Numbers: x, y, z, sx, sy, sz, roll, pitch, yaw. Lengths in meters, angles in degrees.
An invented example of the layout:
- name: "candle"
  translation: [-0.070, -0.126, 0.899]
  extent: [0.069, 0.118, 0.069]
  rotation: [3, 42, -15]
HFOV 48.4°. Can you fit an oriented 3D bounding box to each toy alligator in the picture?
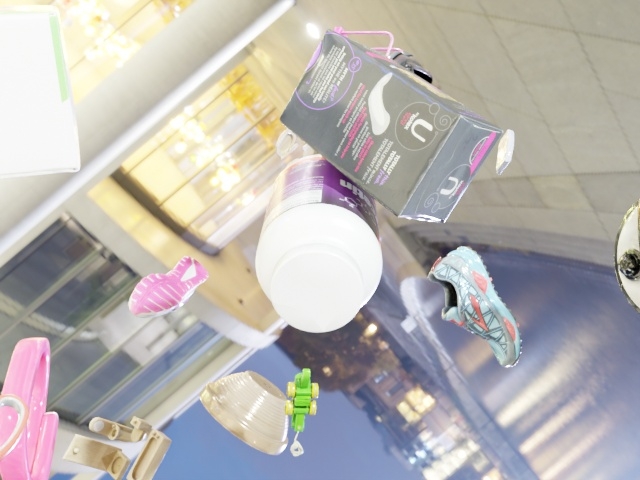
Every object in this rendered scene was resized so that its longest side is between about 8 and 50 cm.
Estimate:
- name: "toy alligator"
  translation: [-0.040, 0.318, 1.358]
  extent: [0.051, 0.056, 0.190]
  rotation: [-111, 27, -67]

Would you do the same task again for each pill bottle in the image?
- name: "pill bottle"
  translation: [0.000, 0.000, 1.077]
  extent: [0.181, 0.181, 0.323]
  rotation: [50, -163, -20]

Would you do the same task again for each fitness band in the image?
- name: "fitness band"
  translation: [-0.495, 0.300, 1.217]
  extent: [0.291, 0.054, 0.209]
  rotation: [-107, 19, -54]

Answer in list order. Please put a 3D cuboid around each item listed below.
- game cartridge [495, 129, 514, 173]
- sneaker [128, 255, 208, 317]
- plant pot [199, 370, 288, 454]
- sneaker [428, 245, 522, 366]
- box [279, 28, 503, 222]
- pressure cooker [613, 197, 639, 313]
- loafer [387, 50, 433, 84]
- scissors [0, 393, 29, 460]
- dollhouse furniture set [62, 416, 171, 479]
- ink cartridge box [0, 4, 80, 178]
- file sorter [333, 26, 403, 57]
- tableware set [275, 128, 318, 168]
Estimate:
- name: "game cartridge"
  translation: [0.383, -0.185, 1.473]
  extent: [0.017, 0.083, 0.056]
  rotation: [14, 152, 0]
- name: "sneaker"
  translation: [-0.381, 0.137, 1.753]
  extent: [0.103, 0.111, 0.252]
  rotation: [45, -148, 8]
- name: "plant pot"
  translation: [-0.155, 0.381, 1.660]
  extent: [0.237, 0.110, 0.237]
  rotation: [36, 179, 1]
- name: "sneaker"
  translation: [0.307, 0.151, 1.458]
  extent: [0.262, 0.125, 0.104]
  rotation: [62, 163, 10]
- name: "box"
  translation: [0.098, -0.168, 1.049]
  extent: [0.270, 0.165, 0.143]
  rotation: [43, -157, 31]
- name: "pressure cooker"
  translation: [0.927, 0.044, 1.706]
  extent: [0.420, 0.376, 0.370]
  rotation: [1, -145, -26]
- name: "loafer"
  translation: [0.187, -0.360, 1.590]
  extent: [0.095, 0.109, 0.302]
  rotation: [30, -152, 6]
- name: "scissors"
  translation: [-0.403, 0.256, 0.733]
  extent: [0.109, 0.021, 0.297]
  rotation: [27, -151, -11]
- name: "dollhouse furniture set"
  translation: [-0.431, 0.443, 1.508]
  extent: [0.151, 0.144, 0.123]
  rotation: [18, 166, 48]
- name: "ink cartridge box"
  translation: [-0.403, -0.216, 0.977]
  extent: [0.273, 0.114, 0.198]
  rotation: [-134, 39, -63]
- name: "file sorter"
  translation: [0.139, -0.379, 1.847]
  extent: [0.182, 0.202, 0.290]
  rotation: [11, 161, 31]
- name: "tableware set"
  translation: [-0.042, -0.203, 1.555]
  extent: [0.020, 0.141, 0.169]
  rotation: [28, 151, 26]
